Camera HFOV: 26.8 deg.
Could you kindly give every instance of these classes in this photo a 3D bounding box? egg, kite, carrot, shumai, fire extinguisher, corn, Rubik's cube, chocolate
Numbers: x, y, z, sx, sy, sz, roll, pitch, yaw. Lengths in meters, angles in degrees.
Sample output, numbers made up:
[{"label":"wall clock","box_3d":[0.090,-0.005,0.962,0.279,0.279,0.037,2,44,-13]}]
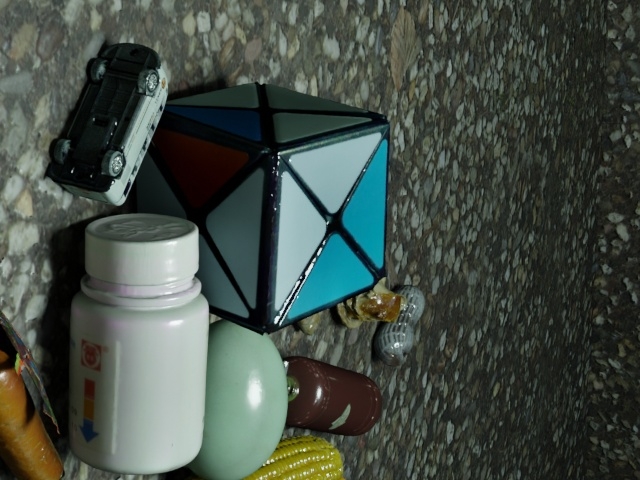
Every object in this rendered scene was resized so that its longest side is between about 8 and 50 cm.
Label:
[{"label":"egg","box_3d":[-0.129,0.222,1.872,0.168,0.168,0.231,-3,99,-64]},{"label":"kite","box_3d":[-0.335,0.133,1.505,0.190,0.010,0.159,62,-6,-2]},{"label":"carrot","box_3d":[-0.351,0.202,1.525,0.067,0.067,0.225,-59,149,-36]},{"label":"shumai","box_3d":[0.091,0.094,2.336,0.145,0.116,0.146,-32,127,-58]},{"label":"fire extinguisher","box_3d":[-0.010,0.262,2.193,0.337,0.114,0.136,28,62,-63]},{"label":"corn","box_3d":[-0.101,0.375,1.996,0.344,0.131,0.131,-15,114,-51]},{"label":"Rubik's cube","box_3d":[-0.076,-0.052,1.742,0.246,0.250,0.248,-21,122,-47]},{"label":"chocolate","box_3d":[0.149,0.160,2.537,0.167,0.072,0.072,-69,153,-22]}]

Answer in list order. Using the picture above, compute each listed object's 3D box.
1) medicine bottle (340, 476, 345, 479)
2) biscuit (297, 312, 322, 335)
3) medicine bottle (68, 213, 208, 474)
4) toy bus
[{"label":"medicine bottle","box_3d":[-0.027,0.439,2.254,0.192,0.096,0.096,11,90,-66]},{"label":"biscuit","box_3d":[-0.002,0.000,2.199,0.141,0.038,0.290,44,63,-55]},{"label":"medicine bottle","box_3d":[-0.222,0.124,1.640,0.170,0.170,0.293,-26,123,-59]},{"label":"toy bus","box_3d":[-0.243,-0.136,1.597,0.089,0.087,0.194,61,45,-63]}]
